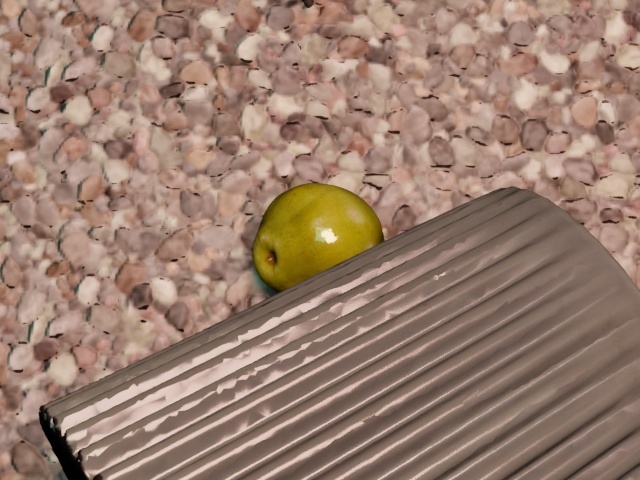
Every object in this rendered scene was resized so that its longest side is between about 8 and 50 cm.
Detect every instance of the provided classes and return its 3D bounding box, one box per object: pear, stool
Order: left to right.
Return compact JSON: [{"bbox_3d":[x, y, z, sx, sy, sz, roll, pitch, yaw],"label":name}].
[{"bbox_3d":[0.000,0.000,1.231,0.097,0.092,0.092,-5,65,-45],"label":"pear"},{"bbox_3d":[0.041,0.150,1.081,0.330,0.297,0.297,-30,74,-14],"label":"stool"}]

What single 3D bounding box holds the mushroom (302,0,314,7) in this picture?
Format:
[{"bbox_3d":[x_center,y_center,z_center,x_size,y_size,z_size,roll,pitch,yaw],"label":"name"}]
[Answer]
[{"bbox_3d":[0.035,-0.420,1.324,0.397,0.224,0.313,-38,61,-18],"label":"mushroom"}]
